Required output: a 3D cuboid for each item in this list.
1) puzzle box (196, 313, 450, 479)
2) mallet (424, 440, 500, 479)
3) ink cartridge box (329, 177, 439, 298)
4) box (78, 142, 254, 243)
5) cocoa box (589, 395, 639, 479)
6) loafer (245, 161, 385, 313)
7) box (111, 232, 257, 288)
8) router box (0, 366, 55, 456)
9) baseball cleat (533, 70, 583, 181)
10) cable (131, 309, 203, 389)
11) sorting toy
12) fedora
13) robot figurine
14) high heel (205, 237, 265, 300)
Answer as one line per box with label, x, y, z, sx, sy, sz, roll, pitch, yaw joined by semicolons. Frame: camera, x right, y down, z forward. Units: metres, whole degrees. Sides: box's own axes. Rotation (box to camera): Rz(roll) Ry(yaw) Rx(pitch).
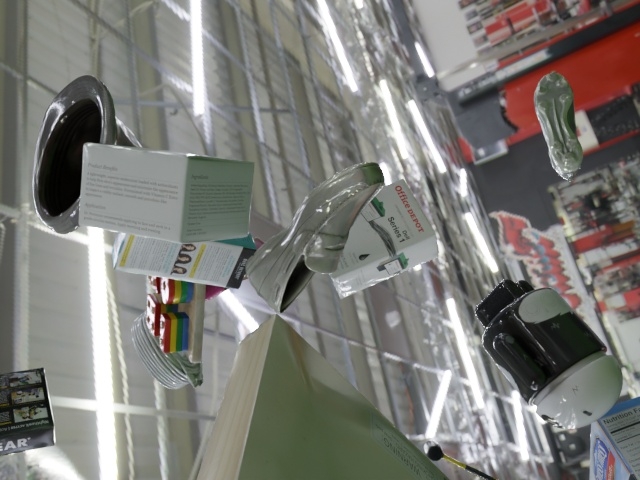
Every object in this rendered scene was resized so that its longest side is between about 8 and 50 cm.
puzzle box;0.071;0.271;0.519;0.409;0.052;0.272;46;-162;-15
mallet;0.326;0.519;1.508;0.189;0.039;0.062;26;176;-5
ink cartridge box;0.105;-0.006;1.297;0.092;0.219;0.160;68;178;-56
box;-0.218;-0.070;0.944;0.182;0.181;0.119;-9;-73;-66
cocoa box;0.659;0.461;1.206;0.228;0.231;0.347;-109;0;-49
loafer;0.000;0.000;1.043;0.112;0.319;0.111;-11;-118;-48
box;-0.250;0.018;1.204;0.244;0.100;0.060;12;-151;-29
router box;-0.497;0.260;0.964;0.179;0.046;0.133;-4;-147;-28
baseball cleat;0.438;-0.206;1.206;0.109;0.072;0.206;54;-145;-61
cable;-0.454;0.318;1.939;0.257;0.089;0.257;52;-172;-19
sorting toy;-0.375;0.145;1.646;0.257;0.089;0.255;31;119;58
fedora;-0.389;-0.134;1.131;0.124;0.243;0.275;21;-132;-48
robot figurine;0.401;0.200;1.163;0.278;0.209;0.173;55;161;32
high heel;-0.210;0.098;1.778;0.244;0.117;0.082;-40;-30;-28
